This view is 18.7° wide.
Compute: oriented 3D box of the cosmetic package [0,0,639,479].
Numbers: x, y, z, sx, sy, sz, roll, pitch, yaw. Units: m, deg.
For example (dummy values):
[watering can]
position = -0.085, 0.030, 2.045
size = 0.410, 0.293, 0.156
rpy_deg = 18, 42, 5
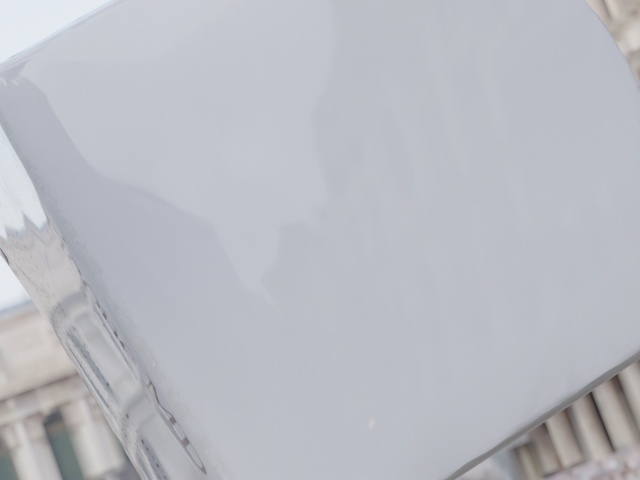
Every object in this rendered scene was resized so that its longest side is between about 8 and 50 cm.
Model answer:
[cosmetic package]
position = 0.000, 0.000, 1.240
size = 0.327, 0.329, 0.393
rpy_deg = -31, -5, -14
